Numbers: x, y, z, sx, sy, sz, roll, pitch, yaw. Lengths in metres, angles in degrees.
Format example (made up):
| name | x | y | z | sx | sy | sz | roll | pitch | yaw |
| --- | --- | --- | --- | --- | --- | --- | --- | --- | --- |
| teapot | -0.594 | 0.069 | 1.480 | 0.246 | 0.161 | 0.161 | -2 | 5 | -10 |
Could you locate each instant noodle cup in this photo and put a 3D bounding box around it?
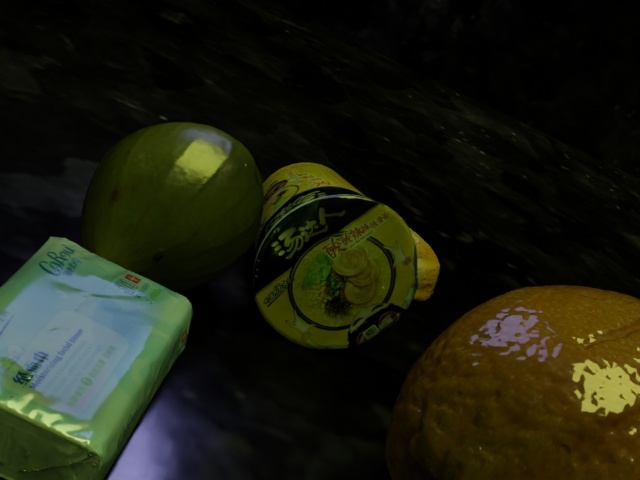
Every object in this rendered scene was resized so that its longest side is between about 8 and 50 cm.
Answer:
| name | x | y | z | sx | sy | sz | roll | pitch | yaw |
| --- | --- | --- | --- | --- | --- | --- | --- | --- | --- |
| instant noodle cup | 0.000 | 0.000 | 1.119 | 0.215 | 0.216 | 0.236 | 19 | 18 | -19 |

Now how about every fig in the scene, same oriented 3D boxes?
| name | x | y | z | sx | sy | sz | roll | pitch | yaw |
| --- | --- | --- | --- | --- | --- | --- | --- | --- | --- |
| fig | -0.177 | -0.024 | 0.974 | 0.203 | 0.203 | 0.225 | 29 | 45 | 2 |

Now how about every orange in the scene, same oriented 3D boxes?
| name | x | y | z | sx | sy | sz | roll | pitch | yaw |
| --- | --- | --- | --- | --- | --- | --- | --- | --- | --- |
| orange | 0.235 | 0.204 | 0.811 | 0.357 | 0.322 | 0.322 | -5 | 40 | -41 |

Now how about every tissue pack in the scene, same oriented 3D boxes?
| name | x | y | z | sx | sy | sz | roll | pitch | yaw |
| --- | --- | --- | --- | --- | --- | --- | --- | --- | --- |
| tissue pack | -0.236 | 0.106 | 0.775 | 0.177 | 0.089 | 0.263 | 25 | 23 | -1 |

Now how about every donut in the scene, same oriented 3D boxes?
| name | x | y | z | sx | sy | sz | roll | pitch | yaw |
| --- | --- | --- | --- | --- | --- | --- | --- | --- | --- |
| donut | 0.121 | 0.020 | 1.345 | 0.162 | 0.065 | 0.178 | 9 | 29 | -37 |
